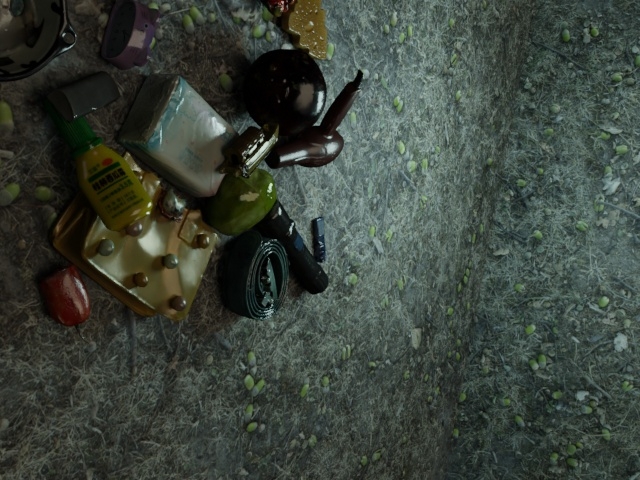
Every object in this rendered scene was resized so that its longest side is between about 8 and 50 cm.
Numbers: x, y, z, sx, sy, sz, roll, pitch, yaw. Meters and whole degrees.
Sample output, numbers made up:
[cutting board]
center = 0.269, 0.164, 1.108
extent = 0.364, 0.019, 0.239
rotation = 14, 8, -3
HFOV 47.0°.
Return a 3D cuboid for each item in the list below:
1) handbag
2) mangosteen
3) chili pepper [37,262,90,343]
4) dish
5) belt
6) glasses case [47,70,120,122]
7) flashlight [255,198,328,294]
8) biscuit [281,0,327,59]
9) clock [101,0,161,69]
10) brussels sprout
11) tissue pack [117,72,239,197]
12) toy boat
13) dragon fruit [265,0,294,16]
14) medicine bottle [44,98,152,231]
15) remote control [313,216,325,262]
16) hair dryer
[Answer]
[handbag]
center = -0.412, -0.005, 1.733
extent = 0.401, 0.133, 0.283
rotation = 50, 54, -49
[mangosteen]
center = -0.080, -0.409, 2.009
extent = 0.289, 0.231, 0.231
rotation = -41, 132, -62
[chili pepper]
center = -0.545, 0.145, 1.608
extent = 0.084, 0.086, 0.192
rotation = -71, 147, -65
[dish]
center = -0.604, -0.430, 1.330
extent = 0.303, 0.120, 0.303
rotation = -20, 116, -51
[belt]
center = -0.184, 0.095, 2.084
extent = 0.206, 0.116, 0.267
rotation = -31, 126, -51
[glasses case]
center = -0.486, -0.301, 1.529
extent = 0.072, 0.042, 0.190
rotation = 57, 24, -13
[flashlight]
center = -0.082, 0.027, 2.236
extent = 0.103, 0.103, 0.424
rotation = -62, 144, -23
[biscuit]
center = -0.038, -0.629, 2.152
extent = 0.212, 0.041, 0.239
rotation = -60, 142, -34
[clock]
center = -0.414, -0.452, 1.604
extent = 0.050, 0.110, 0.153
rotation = 20, 82, -57
[brussels sprout]
center = -0.212, -0.106, 1.932
extent = 0.223, 0.161, 0.223
rotation = -51, 160, -26
[tissue pack]
center = -0.332, -0.247, 1.771
extent = 0.271, 0.124, 0.201
rotation = 42, 69, -52
[toy boat]
center = -0.173, -0.234, 1.843
extent = 0.226, 0.068, 0.088
rotation = -54, 145, -39
[dragon fruit]
center = -0.114, -0.682, 1.958
extent = 0.150, 0.133, 0.208
rotation = -18, 152, -13
[medicine bottle]
center = -0.471, -0.166, 1.536
extent = 0.111, 0.076, 0.309
rotation = -35, 96, -22
[remote control]
center = -0.001, 0.000, 2.394
extent = 0.043, 0.027, 0.152
rotation = -22, 115, -46
[hair dryer]
center = 0.010, -0.347, 2.111
extent = 0.312, 0.123, 0.340
rotation = -21, 151, -54
